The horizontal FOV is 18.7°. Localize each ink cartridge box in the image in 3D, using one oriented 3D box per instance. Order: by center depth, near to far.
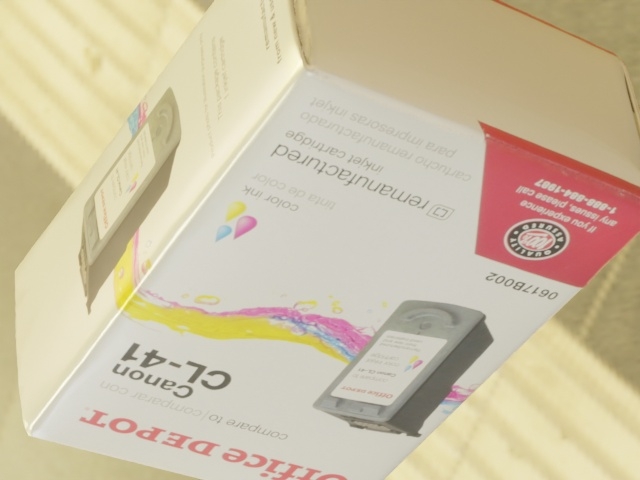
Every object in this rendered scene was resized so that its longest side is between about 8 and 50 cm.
[{"bbox_3d":[0.000,0.000,1.055,0.306,0.226,0.131,-51,34,35],"label":"ink cartridge box"}]
